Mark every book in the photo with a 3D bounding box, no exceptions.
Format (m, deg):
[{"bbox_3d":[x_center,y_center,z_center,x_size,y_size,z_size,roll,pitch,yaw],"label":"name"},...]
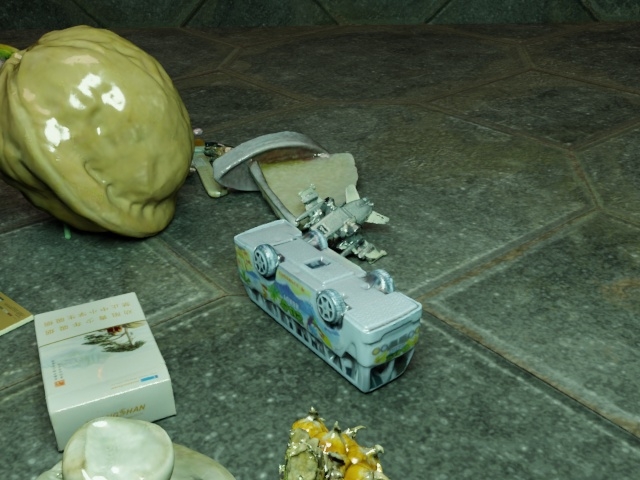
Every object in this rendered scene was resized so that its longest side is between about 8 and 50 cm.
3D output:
[{"bbox_3d":[-0.545,0.134,1.098,0.118,0.012,0.172,22,36,37],"label":"book"}]

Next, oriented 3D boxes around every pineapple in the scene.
[{"bbox_3d":[0.024,0.245,0.702,0.139,0.164,0.250,7,26,1],"label":"pineapple"}]

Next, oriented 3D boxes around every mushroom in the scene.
[{"bbox_3d":[-0.176,0.251,0.633,0.243,0.244,0.243,-2,28,1],"label":"mushroom"}]

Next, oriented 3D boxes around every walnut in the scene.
[{"bbox_3d":[-0.416,-0.191,1.307,0.383,0.384,0.384,-2,28,1],"label":"walnut"}]

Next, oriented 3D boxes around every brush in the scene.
[{"bbox_3d":[-0.264,-0.168,1.621,0.085,0.020,0.336,-12,30,-18],"label":"brush"}]

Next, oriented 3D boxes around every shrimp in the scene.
[{"bbox_3d":[-0.152,-0.202,1.634,0.219,0.046,0.152,13,32,11],"label":"shrimp"}]

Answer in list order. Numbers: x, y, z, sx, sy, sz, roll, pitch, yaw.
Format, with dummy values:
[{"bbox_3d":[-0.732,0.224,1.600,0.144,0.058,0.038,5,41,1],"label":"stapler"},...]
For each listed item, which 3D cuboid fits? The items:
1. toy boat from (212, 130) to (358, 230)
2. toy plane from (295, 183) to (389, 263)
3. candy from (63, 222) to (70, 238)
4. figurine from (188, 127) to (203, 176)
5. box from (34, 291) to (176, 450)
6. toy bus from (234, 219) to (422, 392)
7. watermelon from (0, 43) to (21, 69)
[{"bbox_3d":[-0.045,-0.120,1.451,0.276,0.111,0.293,-26,48,-35],"label":"toy boat"},{"bbox_3d":[0.003,-0.007,1.238,0.192,0.088,0.262,43,50,17],"label":"toy plane"},{"bbox_3d":[-0.521,-0.085,1.464,0.084,0.078,0.288,24,23,-37],"label":"candy"},{"bbox_3d":[-0.358,-0.194,1.584,0.205,0.103,0.260,8,42,30],"label":"figurine"},{"bbox_3d":[-0.294,0.164,0.967,0.149,0.067,0.233,-15,30,-19],"label":"box"},{"bbox_3d":[0.001,0.083,1.018,0.109,0.136,0.329,-19,32,-30],"label":"toy bus"},{"bbox_3d":[-0.805,-0.362,1.791,0.268,0.269,0.269,-2,28,1],"label":"watermelon"}]
